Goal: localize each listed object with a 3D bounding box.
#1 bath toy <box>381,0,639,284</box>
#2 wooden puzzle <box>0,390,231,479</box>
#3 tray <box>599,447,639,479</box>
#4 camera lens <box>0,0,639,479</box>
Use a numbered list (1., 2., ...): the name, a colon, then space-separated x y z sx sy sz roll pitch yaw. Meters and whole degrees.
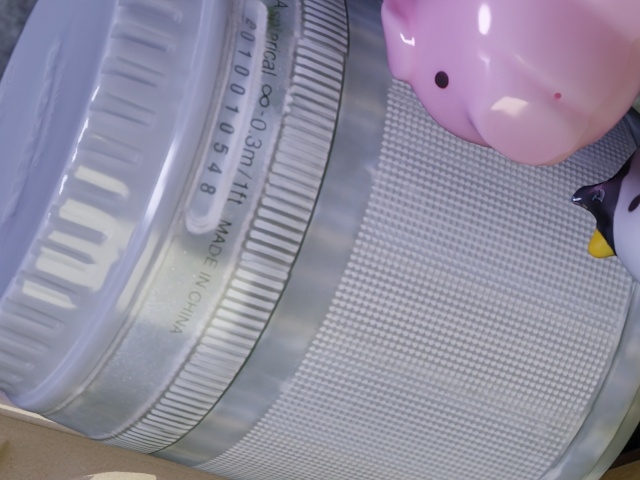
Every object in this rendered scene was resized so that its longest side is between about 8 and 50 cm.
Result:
1. bath toy: 0.090 -0.075 0.489 0.348 0.151 0.129 34 145 -24
2. wooden puzzle: -0.211 0.167 0.887 0.322 0.080 0.348 20 135 -22
3. tray: 0.152 0.171 0.842 0.411 0.076 0.203 -22 170 16
4. camera lens: 0.000 0.000 0.631 0.274 0.219 0.219 21 130 -23
